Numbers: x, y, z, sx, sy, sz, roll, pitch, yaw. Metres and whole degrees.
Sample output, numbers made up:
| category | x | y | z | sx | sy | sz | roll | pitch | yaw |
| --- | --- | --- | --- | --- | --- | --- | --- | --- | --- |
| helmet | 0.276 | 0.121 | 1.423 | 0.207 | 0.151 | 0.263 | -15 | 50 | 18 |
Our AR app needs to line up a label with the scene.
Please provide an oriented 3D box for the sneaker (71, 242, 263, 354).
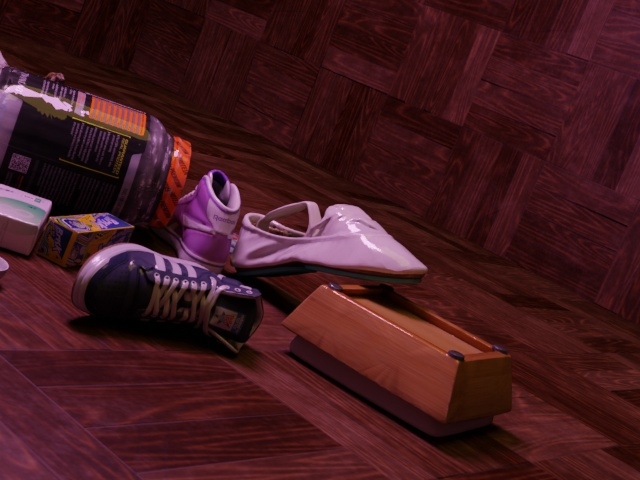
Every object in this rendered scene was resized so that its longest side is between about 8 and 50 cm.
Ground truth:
| category | x | y | z | sx | sy | sz | roll | pitch | yaw |
| --- | --- | --- | --- | --- | --- | --- | --- | --- | --- |
| sneaker | -0.183 | 0.080 | 1.360 | 0.153 | 0.099 | 0.282 | 25 | 8 | 28 |

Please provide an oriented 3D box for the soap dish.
| category | x | y | z | sx | sy | sz | roll | pitch | yaw |
| --- | --- | --- | --- | --- | --- | --- | --- | --- | --- |
| soap dish | 0.120 | 0.162 | 1.505 | 0.291 | 0.118 | 0.229 | 29 | 12 | 31 |

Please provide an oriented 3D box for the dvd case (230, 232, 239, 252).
| category | x | y | z | sx | sy | sz | roll | pitch | yaw |
| --- | --- | --- | --- | --- | --- | --- | --- | --- | --- |
| dvd case | -0.174 | 0.002 | 2.018 | 0.087 | 0.013 | 0.119 | 26 | 10 | 22 |

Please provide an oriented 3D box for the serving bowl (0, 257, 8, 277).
| category | x | y | z | sx | sy | sz | roll | pitch | yaw |
| --- | --- | --- | --- | --- | --- | --- | --- | --- | --- |
| serving bowl | -0.430 | 0.032 | 1.290 | 0.083 | 0.027 | 0.083 | 21 | 11 | -4 |

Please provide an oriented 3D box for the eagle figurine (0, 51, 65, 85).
| category | x | y | z | sx | sy | sz | roll | pitch | yaw |
| --- | --- | --- | --- | --- | --- | --- | --- | --- | --- |
| eagle figurine | -0.643 | -0.282 | 2.010 | 0.298 | 0.226 | 0.225 | -10 | 62 | -14 |

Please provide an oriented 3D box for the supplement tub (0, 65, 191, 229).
| category | x | y | z | sx | sy | sz | roll | pitch | yaw |
| --- | --- | --- | --- | --- | --- | --- | --- | --- | --- |
| supplement tub | -0.402 | -0.144 | 1.752 | 0.338 | 0.207 | 0.207 | 19 | 11 | -19 |

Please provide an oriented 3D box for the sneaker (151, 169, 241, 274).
| category | x | y | z | sx | sy | sz | roll | pitch | yaw |
| --- | --- | --- | --- | --- | --- | --- | --- | --- | --- |
| sneaker | -0.209 | -0.056 | 1.839 | 0.102 | 0.161 | 0.282 | 14 | 12 | -31 |

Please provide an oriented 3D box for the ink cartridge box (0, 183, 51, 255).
| category | x | y | z | sx | sy | sz | roll | pitch | yaw |
| --- | --- | --- | --- | --- | --- | --- | --- | --- | --- |
| ink cartridge box | -0.511 | -0.055 | 1.510 | 0.224 | 0.056 | 0.181 | 21 | 10 | -13 |

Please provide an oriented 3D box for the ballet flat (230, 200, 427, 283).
| category | x | y | z | sx | sy | sz | roll | pitch | yaw |
| --- | --- | --- | --- | --- | --- | --- | --- | --- | --- |
| ballet flat | 0.000 | 0.000 | 1.692 | 0.400 | 0.139 | 0.139 | 1 | -7 | 44 |

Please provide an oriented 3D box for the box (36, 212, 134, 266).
| category | x | y | z | sx | sy | sz | roll | pitch | yaw |
| --- | --- | --- | --- | --- | --- | --- | --- | --- | --- |
| box | -0.346 | -0.002 | 1.553 | 0.054 | 0.059 | 0.169 | 27 | 11 | 14 |
